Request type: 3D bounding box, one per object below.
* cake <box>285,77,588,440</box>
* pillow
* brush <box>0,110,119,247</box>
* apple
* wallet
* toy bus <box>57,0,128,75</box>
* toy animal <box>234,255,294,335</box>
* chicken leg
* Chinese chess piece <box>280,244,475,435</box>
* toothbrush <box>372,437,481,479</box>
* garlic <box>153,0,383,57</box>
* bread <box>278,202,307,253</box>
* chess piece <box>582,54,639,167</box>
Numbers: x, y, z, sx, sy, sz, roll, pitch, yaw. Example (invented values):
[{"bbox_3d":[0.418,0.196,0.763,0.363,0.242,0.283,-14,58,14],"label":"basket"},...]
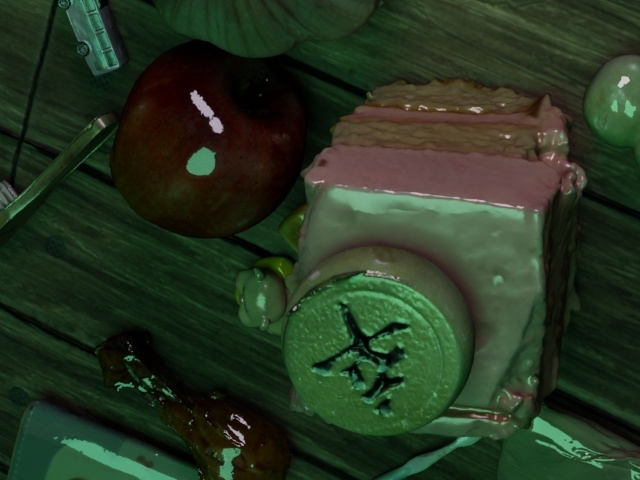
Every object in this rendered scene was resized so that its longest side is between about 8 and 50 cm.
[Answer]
[{"bbox_3d":[0.134,0.014,1.541,0.293,0.307,0.314,6,114,16],"label":"cake"},{"bbox_3d":[0.342,0.290,1.719,0.270,0.067,0.173,20,123,12],"label":"pillow"},{"bbox_3d":[-0.377,-0.071,1.834,0.327,0.070,0.065,-39,85,28],"label":"brush"},{"bbox_3d":[-0.127,-0.117,1.634,0.234,0.234,0.234,8,114,17],"label":"apple"},{"bbox_3d":[-0.263,0.384,1.976,0.360,0.083,0.252,22,113,11],"label":"wallet"},{"bbox_3d":[-0.275,-0.265,1.725,0.052,0.037,0.131,-13,108,22],"label":"toy bus"},{"bbox_3d":[-0.071,0.081,1.772,0.091,0.082,0.114,-8,110,24],"label":"toy animal"},{"bbox_3d":[-0.172,0.226,1.864,0.304,0.093,0.113,37,85,4],"label":"chicken leg"},{"bbox_3d":[0.055,0.098,1.386,0.188,0.083,0.189,5,112,12],"label":"Chinese chess piece"},{"bbox_3d":[0.109,0.292,1.827,0.269,0.027,0.021,-34,81,28],"label":"toothbrush"},{"bbox_3d":[-0.066,-0.342,1.522,0.321,0.241,0.322,22,136,23],"label":"garlic"},{"bbox_3d":[0.001,0.001,1.729,0.103,0.049,0.062,46,127,-4],"label":"bread"},{"bbox_3d":[0.387,-0.103,1.507,0.243,0.133,0.133,34,119,9],"label":"chess piece"}]
